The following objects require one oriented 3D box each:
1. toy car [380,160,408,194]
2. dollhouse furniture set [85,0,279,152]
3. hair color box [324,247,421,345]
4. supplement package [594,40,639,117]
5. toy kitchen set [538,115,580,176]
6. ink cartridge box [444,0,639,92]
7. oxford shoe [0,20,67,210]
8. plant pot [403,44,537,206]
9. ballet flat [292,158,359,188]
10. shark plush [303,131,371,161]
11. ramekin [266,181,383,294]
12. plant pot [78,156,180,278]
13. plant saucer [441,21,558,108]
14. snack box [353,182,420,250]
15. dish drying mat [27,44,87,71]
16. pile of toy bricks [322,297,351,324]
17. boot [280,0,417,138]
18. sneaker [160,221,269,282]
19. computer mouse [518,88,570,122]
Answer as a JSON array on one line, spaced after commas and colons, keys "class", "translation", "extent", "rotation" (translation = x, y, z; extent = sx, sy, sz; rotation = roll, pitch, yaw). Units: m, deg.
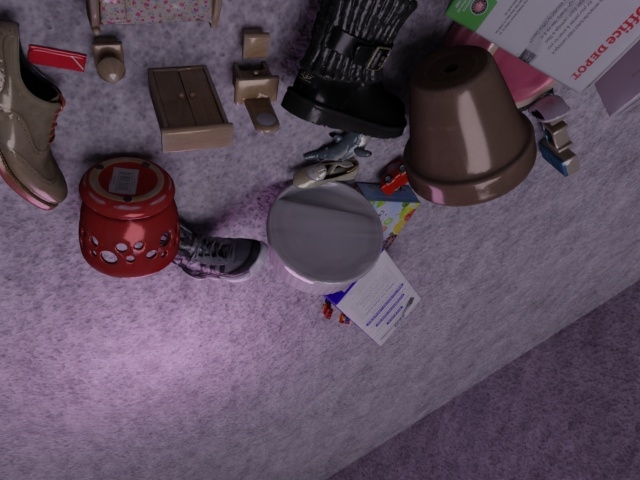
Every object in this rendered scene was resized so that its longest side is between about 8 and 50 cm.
[{"class": "toy car", "translation": [0.270, -0.207, 1.390], "extent": [0.224, 0.053, 0.239], "rotation": [-2, 140, -30]}, {"class": "dollhouse furniture set", "translation": [-0.181, -0.324, 0.862], "extent": [0.303, 0.174, 0.356], "rotation": [-10, 143, -21]}, {"class": "hair color box", "translation": [0.133, 0.136, 1.545], "extent": [0.185, 0.110, 0.339], "rotation": [-48, 142, -5]}, {"class": "supplement package", "translation": [0.683, -0.411, 1.166], "extent": [0.145, 0.204, 0.262], "rotation": [-13, 165, -15]}, {"class": "toy kitchen set", "translation": [0.536, -0.244, 1.476], "extent": [0.166, 0.122, 0.207], "rotation": [-29, 125, 8]}, {"class": "ink cartridge box", "translation": [0.392, -0.416, 0.969], "extent": [0.289, 0.122, 0.211], "rotation": [28, 144, -6]}, {"class": "oxford shoe", "translation": [-0.465, -0.182, 0.926], "extent": [0.130, 0.123, 0.348], "rotation": [-17, 145, -10]}, {"class": "plant pot", "translation": [0.266, -0.233, 1.106], "extent": [0.263, 0.263, 0.229], "rotation": [-26, 132, 3]}, {"class": "ballet flat", "translation": [0.013, -0.158, 1.301], "extent": [0.168, 0.057, 0.052], "rotation": [-15, 157, -29]}, {"class": "shark plush", "translation": [0.041, -0.215, 1.272], "extent": [0.161, 0.073, 0.067], "rotation": [-12, 129, 19]}, {"class": "ramekin", "translation": [0.000, 0.000, 1.334], "extent": [0.272, 0.273, 0.127], "rotation": [-9, 155, -20]}, {"class": "plant pot", "translation": [-0.362, -0.051, 1.106], "extent": [0.191, 0.191, 0.174], "rotation": [-6, 137, -24]}, {"class": "plant saucer", "translation": [0.412, -0.392, 1.202], "extent": [0.332, 0.084, 0.332], "rotation": [-16, 144, -12]}, {"class": "snack box", "translation": [0.130, -0.051, 1.499], "extent": [0.174, 0.070, 0.207], "rotation": [1, 137, -31]}, {"class": "dish drying mat", "translation": [-0.416, -0.287, 0.916], "extent": [0.083, 0.008, 0.032], "rotation": [1, 139, -32]}, {"class": "pile of toy bricks", "translation": [0.069, 0.129, 1.680], "extent": [0.118, 0.105, 0.212], "rotation": [12, 112, -21]}, {"class": "boot", "translation": [0.096, -0.331, 1.060], "extent": [0.348, 0.131, 0.260], "rotation": [-7, 126, -55]}, {"class": "sneaker", "translation": [-0.250, 0.023, 1.278], "extent": [0.268, 0.101, 0.153], "rotation": [-7, 150, 38]}, {"class": "computer mouse", "translation": [0.505, -0.311, 1.307], "extent": [0.106, 0.193, 0.042], "rotation": [-24, 108, 9]}]
